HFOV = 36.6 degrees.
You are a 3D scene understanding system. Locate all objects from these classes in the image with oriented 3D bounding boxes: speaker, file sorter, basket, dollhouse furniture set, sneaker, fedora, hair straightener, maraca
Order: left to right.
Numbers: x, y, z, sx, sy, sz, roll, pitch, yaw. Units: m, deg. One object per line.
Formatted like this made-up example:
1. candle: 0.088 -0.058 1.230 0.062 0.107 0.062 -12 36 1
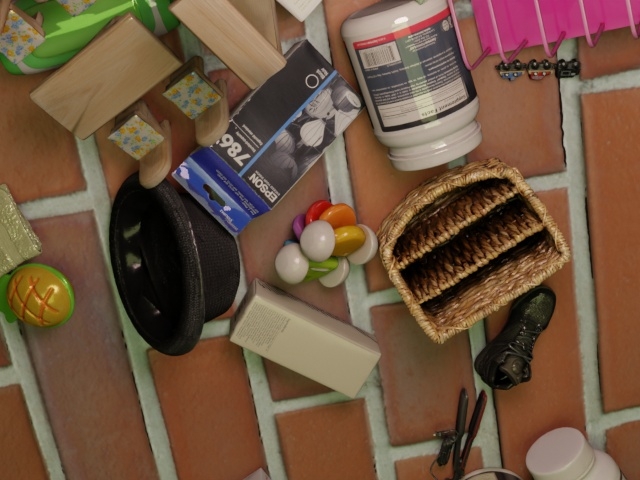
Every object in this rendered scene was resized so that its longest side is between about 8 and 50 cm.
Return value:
1. maraca: -0.532 0.102 1.782 0.186 0.099 0.127 -2 104 23
2. speaker: -0.392 -0.371 1.617 0.297 0.131 0.131 -17 109 1
3. dollhouse furniture set: -0.264 -0.274 1.456 0.394 0.256 0.362 -33 129 20
4. fedora: -0.247 0.033 1.730 0.152 0.334 0.334 -10 114 -39
5. hair straightener: 0.270 0.404 1.978 0.089 0.047 0.230 10 112 -8
6. basket: 0.259 -0.002 1.742 0.299 0.223 0.213 -32 108 7
7. sneaker: 0.392 0.197 1.870 0.087 0.130 0.227 33 101 -16
8. file sorter: 0.367 -0.407 1.577 0.291 0.182 0.202 -7 112 27

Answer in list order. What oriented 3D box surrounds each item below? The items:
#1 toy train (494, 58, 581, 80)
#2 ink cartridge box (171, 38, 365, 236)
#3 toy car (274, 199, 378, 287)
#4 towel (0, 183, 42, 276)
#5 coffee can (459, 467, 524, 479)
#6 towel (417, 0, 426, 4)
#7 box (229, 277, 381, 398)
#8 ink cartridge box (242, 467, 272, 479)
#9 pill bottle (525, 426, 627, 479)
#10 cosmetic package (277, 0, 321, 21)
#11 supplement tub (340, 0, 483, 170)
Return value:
1. toy train: 0.394 -0.309 1.753 0.158 0.027 0.036 -2 119 -5
2. ink cartridge box: -0.085 -0.176 1.678 0.165 0.065 0.332 44 78 -17
3. toy car: 0.000 0.000 1.770 0.159 0.136 0.182 5 144 -44
4. towel: -0.581 -0.017 1.753 0.110 0.027 0.148 -30 91 7
5. coffee can: 0.366 0.612 1.927 0.202 0.275 0.201 -2 109 -4
6. towel: 0.136 -0.575 1.557 0.248 0.038 0.325 -47 75 10
7. box: -0.030 0.187 1.849 0.275 0.094 0.113 28 104 -13
8. ink cartridge box: -0.117 0.581 1.956 0.127 0.128 0.176 -37 108 8
9. pill bottle: 0.553 0.538 1.970 0.176 0.176 0.318 -33 107 7
10. cosmetic package: -0.053 -0.483 1.592 0.184 0.151 0.151 40 102 -17
11. supplement tub: 0.161 -0.276 1.657 0.191 0.191 0.272 -20 109 2
